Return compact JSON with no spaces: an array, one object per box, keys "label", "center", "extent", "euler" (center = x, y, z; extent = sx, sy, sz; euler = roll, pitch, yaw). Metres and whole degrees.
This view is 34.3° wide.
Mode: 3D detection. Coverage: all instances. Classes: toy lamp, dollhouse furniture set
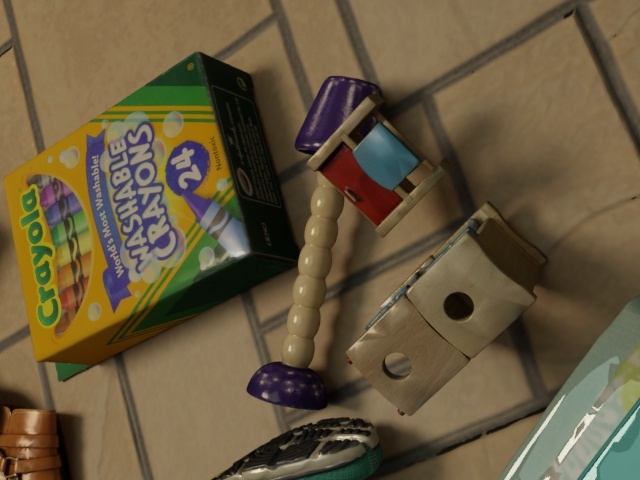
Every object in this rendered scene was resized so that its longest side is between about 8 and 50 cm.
[{"label":"toy lamp","center":[0.000,0.000,0.874],"extent":[0.080,0.080,0.275],"euler":[14,92,35]},{"label":"dollhouse furniture set","center":[0.052,0.006,0.764],"extent":[0.183,0.129,0.129],"euler":[44,109,2]}]

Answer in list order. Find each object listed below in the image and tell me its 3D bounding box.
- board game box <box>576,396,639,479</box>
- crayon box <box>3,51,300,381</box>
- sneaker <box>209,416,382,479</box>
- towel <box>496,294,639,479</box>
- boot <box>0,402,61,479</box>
[{"label":"board game box","center":[0.213,0.267,0.582],"extent":[0.254,0.079,0.336],"euler":[40,105,29]},{"label":"crayon box","center":[-0.190,-0.011,0.998],"extent":[0.323,0.083,0.203],"euler":[-27,68,28]},{"label":"sneaker","center":[-0.047,0.234,0.869],"extent":[0.275,0.107,0.110],"euler":[-37,83,29]},{"label":"towel","center":[0.232,0.270,0.668],"extent":[0.320,0.090,0.374],"euler":[38,104,29]},{"label":"boot","center":[-0.274,0.243,1.021],"extent":[0.197,0.073,0.152],"euler":[5,81,32]}]
